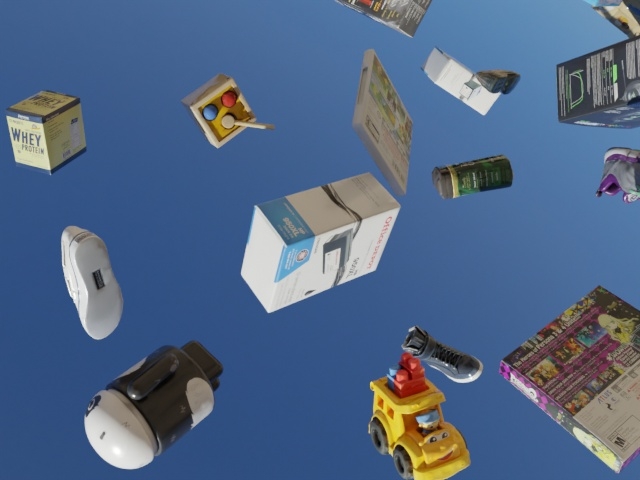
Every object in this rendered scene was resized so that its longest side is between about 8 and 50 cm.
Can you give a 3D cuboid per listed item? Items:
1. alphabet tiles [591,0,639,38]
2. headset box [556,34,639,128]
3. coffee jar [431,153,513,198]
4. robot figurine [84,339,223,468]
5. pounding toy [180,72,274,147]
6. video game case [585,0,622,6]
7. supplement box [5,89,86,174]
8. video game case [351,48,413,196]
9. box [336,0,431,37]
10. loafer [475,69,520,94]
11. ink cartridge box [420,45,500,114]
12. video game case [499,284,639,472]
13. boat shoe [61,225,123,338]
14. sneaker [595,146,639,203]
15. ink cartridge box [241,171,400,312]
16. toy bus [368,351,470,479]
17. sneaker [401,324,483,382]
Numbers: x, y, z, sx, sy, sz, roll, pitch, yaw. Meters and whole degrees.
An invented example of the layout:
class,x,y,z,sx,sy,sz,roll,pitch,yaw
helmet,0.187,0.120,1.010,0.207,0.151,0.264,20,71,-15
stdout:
class,x,y,z,sx,sy,sz,roll,pitch,yaw
alphabet tiles,0.733,-0.548,1.411,0.285,0.342,0.011,41,-97,5
headset box,0.677,-0.323,1.314,0.246,0.283,0.131,-1,-92,-27
coffee jar,0.368,-0.156,1.576,0.184,0.079,0.096,-12,-159,0
robot figurine,-0.325,0.316,1.267,0.278,0.173,0.209,-36,-62,-38
pounding toy,-0.199,-0.273,1.398,0.130,0.141,0.100,-39,-144,-11
video game case,0.280,-0.328,0.788,0.166,0.015,0.119,37,-145,21
supplement box,-0.369,-0.148,0.874,0.056,0.083,0.083,14,-145,12
video game case,0.191,-0.343,1.903,0.329,0.036,0.300,49,-138,-45
box,0.167,-0.632,1.389,0.242,0.308,0.076,37,-162,31
loafer,0.447,-0.405,1.610,0.061,0.062,0.170,42,-150,25
ink cartridge box,0.393,-0.451,1.816,0.190,0.082,0.140,24,-156,-24
video game case,0.420,0.189,0.943,0.232,0.042,0.210,-31,-131,-22
boat shoe,-0.469,0.084,1.316,0.084,0.258,0.095,29,-142,34
sneaker,0.584,-0.104,1.119,0.083,0.098,0.223,19,-179,-23
ink cartridge box,0.000,0.000,1.814,0.394,0.286,0.166,-20,-125,-31
toy bus,0.197,0.348,1.318,0.149,0.212,0.220,-11,-161,-21
sneaker,0.330,0.317,1.806,0.163,0.226,0.086,39,-107,-33
